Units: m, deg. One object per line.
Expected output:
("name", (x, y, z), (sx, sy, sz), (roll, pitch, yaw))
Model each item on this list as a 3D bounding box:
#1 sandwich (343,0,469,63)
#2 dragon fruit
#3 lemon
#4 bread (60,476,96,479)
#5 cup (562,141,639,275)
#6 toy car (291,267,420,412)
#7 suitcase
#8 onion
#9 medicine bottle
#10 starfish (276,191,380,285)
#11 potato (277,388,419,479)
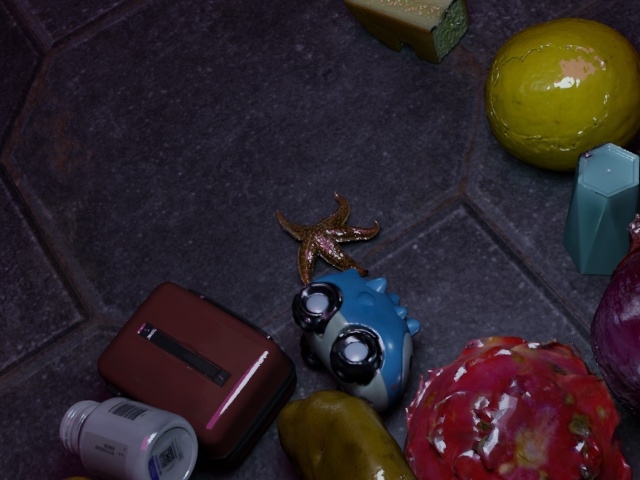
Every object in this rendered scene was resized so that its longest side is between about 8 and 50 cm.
("sandwich", (0.176, -0.470, 2.229), (0.236, 0.128, 0.122), (26, 71, 27))
("dragon fruit", (0.300, 0.308, 1.649), (0.371, 0.249, 0.386), (29, 71, 22))
("lemon", (0.444, -0.263, 1.944), (0.297, 0.297, 0.297), (-6, 57, 9))
("bread", (-0.350, 0.527, 1.673), (0.358, 0.204, 0.337), (12, 57, 21))
("cup", (0.488, -0.058, 1.831), (0.134, 0.235, 0.148), (-25, 54, -5))
("toy car", (0.071, 0.161, 1.817), (0.190, 0.188, 0.255), (-28, 56, -15))
("suitcase", (-0.211, 0.228, 1.853), (0.297, 0.161, 0.236), (27, 68, 27))
("onion", (0.498, 0.135, 1.697), (0.159, 0.267, 0.348), (-22, 52, 11))
("medicine bottle", (-0.314, 0.323, 1.721), (0.215, 0.135, 0.135), (9, 59, 37))
("starfish", (0.000, -0.005, 2.016), (0.238, 0.057, 0.213), (24, 59, 24))
("potato", (0.059, 0.354, 1.644), (0.195, 0.176, 0.369), (-64, 31, 6))
